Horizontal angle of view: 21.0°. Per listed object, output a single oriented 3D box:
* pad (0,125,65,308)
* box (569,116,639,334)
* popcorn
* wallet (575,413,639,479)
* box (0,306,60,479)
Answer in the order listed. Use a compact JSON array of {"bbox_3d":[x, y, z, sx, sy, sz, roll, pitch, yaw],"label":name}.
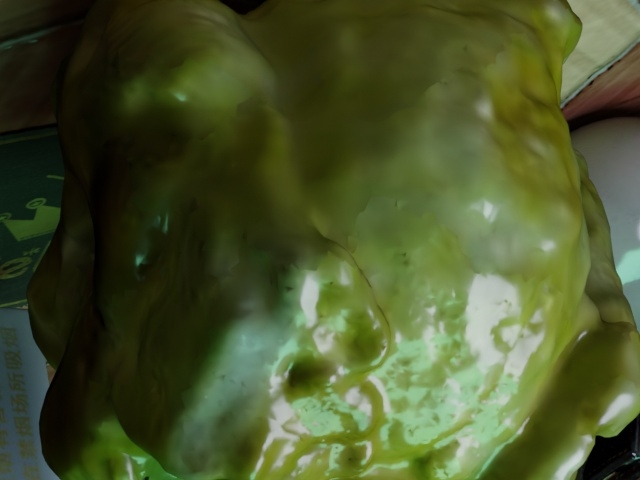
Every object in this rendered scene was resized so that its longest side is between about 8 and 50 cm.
[{"bbox_3d":[-0.143,0.024,1.033,0.375,0.063,0.315,-12,160,-27],"label":"pad"},{"bbox_3d":[0.176,0.043,1.311,0.349,0.141,0.288,-33,153,27],"label":"box"},{"bbox_3d":[0.012,0.009,0.836,0.312,0.312,0.312,-20,162,-7],"label":"popcorn"},{"bbox_3d":[0.256,0.142,1.627,0.071,0.262,0.221,32,141,-15],"label":"wallet"},{"bbox_3d":[-0.257,0.109,0.944,0.067,0.155,0.243,-30,156,37],"label":"box"}]
